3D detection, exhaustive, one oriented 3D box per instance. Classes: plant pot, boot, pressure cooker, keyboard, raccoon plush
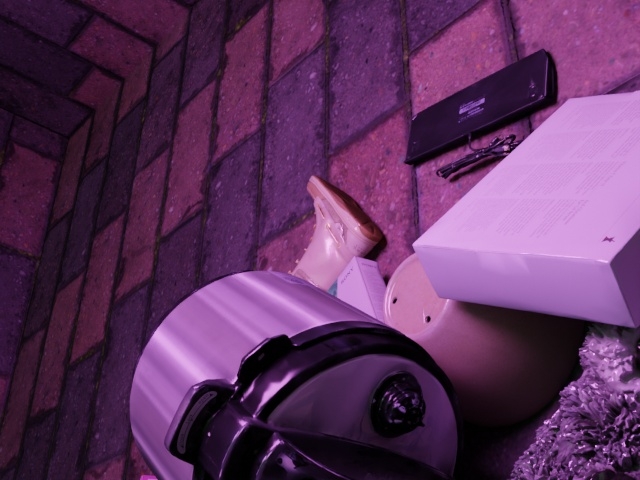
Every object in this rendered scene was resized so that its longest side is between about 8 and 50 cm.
[{"bbox_3d":[0.202,0.108,1.105,0.284,0.191,0.284,-31,47,40],"label":"plant pot"},{"bbox_3d":[0.000,0.000,1.536,0.203,0.095,0.262,-56,39,15],"label":"boot"},{"bbox_3d":[-0.028,0.249,0.993,0.420,0.370,0.375,23,130,56],"label":"pressure cooker"},{"bbox_3d":[0.271,-0.200,1.350,0.317,0.033,0.201,-22,46,46],"label":"keyboard"},{"bbox_3d":[0.291,0.223,0.918,0.446,0.216,0.299,-27,41,43],"label":"raccoon plush"}]

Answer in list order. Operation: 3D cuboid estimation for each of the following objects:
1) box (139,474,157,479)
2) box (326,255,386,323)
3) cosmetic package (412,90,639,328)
[{"bbox_3d":[-0.323,0.630,1.509,0.242,0.117,0.213,-64,31,20],"label":"box"},{"bbox_3d":[0.056,0.217,1.323,0.232,0.059,0.322,-55,32,30],"label":"box"},{"bbox_3d":[0.341,-0.060,0.944,0.377,0.097,0.284,-40,22,-26],"label":"cosmetic package"}]
